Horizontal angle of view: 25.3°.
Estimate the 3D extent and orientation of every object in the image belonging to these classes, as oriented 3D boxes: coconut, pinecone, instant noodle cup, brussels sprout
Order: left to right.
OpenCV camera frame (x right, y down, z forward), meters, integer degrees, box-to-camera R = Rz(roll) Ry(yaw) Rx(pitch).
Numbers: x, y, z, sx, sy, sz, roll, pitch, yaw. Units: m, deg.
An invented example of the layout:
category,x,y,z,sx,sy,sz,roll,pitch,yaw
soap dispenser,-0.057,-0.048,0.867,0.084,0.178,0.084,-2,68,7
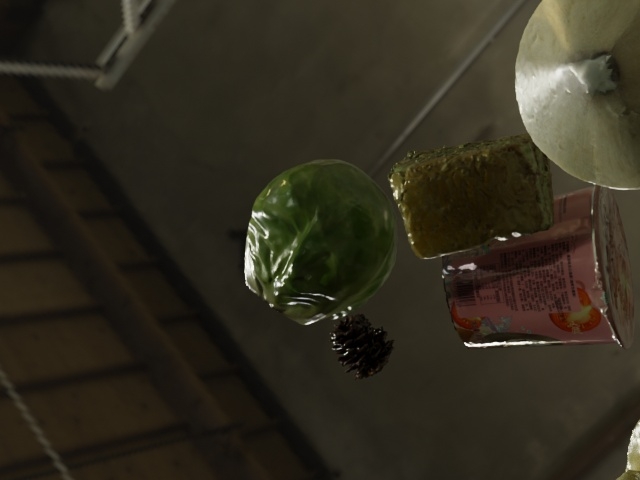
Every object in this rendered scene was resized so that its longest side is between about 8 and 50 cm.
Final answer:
category,x,y,z,sx,sy,sz,roll,pitch,yaw
brussels sprout,0.000,0.000,2.035,0.244,0.244,0.244,32,-153,-19
pinecone,0.049,0.133,1.788,0.083,0.077,0.077,36,-154,-9
instant noodle cup,0.309,0.050,2.023,0.243,0.231,0.243,-10,-90,-69
coconut,0.280,-0.145,1.269,0.202,0.202,0.222,51,-153,19

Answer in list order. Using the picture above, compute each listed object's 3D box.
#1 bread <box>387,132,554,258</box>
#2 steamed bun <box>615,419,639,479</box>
category,x,y,z,sx,sy,sz,roll,pitch,yaw
bread,0.197,-0.059,1.825,0.102,0.196,0.138,-58,-43,-63
steamed bun,0.513,0.358,1.695,0.372,0.230,0.325,49,167,-30
